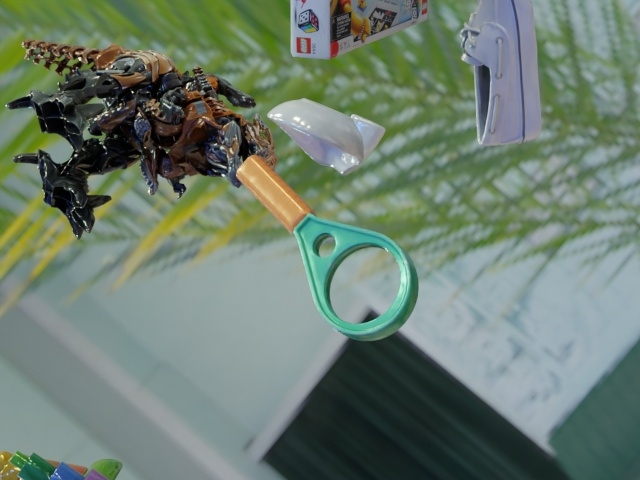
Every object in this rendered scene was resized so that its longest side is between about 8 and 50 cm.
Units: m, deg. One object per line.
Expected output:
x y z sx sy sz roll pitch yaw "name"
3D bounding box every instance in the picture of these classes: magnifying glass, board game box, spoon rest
0.000 0.000 1.420 0.092 0.231 0.026 -48 -35 5 "magnifying glass"
0.050 -0.329 1.851 0.305 0.053 0.193 -33 -53 -61 "board game box"
0.015 -0.135 2.158 0.084 0.137 0.276 -67 -17 7 "spoon rest"

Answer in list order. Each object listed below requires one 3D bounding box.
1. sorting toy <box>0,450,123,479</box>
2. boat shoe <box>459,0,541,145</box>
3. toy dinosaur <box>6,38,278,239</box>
-0.296 0.261 1.716 0.127 0.126 0.365 -56 3 -15 "sorting toy"
0.211 -0.234 1.938 0.084 0.258 0.095 -12 18 -7 "boat shoe"
-0.197 -0.124 1.669 0.218 0.322 0.164 -35 -58 -33 "toy dinosaur"
